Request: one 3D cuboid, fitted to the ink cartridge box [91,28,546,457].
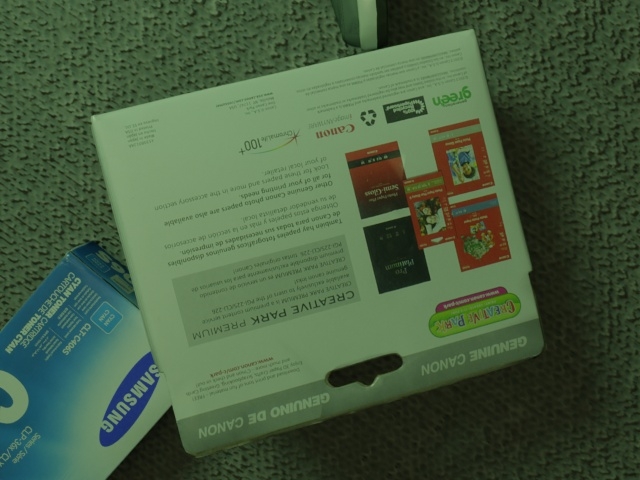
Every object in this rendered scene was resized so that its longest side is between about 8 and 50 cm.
[{"bbox_3d":[0.000,0.000,0.681,0.309,0.130,0.272,-14,91,-7],"label":"ink cartridge box"}]

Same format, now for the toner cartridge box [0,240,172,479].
[{"bbox_3d":[-0.276,0.185,0.776,0.165,0.075,0.348,40,96,-4],"label":"toner cartridge box"}]

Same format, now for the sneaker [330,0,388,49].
[{"bbox_3d":[-0.051,-0.291,0.703,0.178,0.124,0.295,-15,84,2],"label":"sneaker"}]
